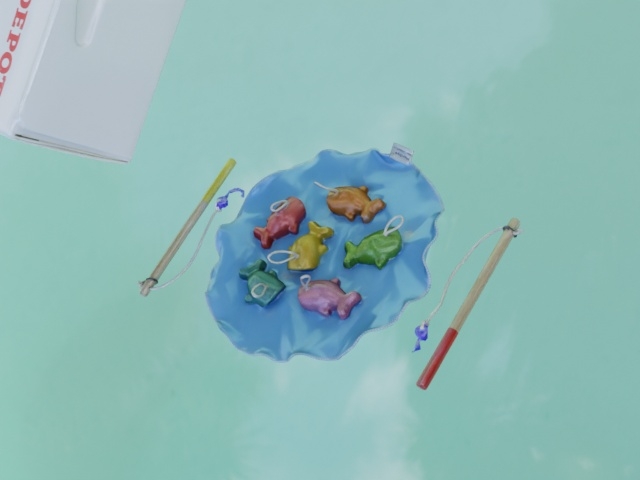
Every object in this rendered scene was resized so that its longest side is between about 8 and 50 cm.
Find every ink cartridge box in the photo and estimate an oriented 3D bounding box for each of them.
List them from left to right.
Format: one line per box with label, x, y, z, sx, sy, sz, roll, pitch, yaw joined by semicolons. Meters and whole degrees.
ink cartridge box;-0.232;-0.191;0.792;0.273;0.115;0.198;24;96;35

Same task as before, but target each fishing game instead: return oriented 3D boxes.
fishing game;0.000;0.000;0.762;0.264;0.189;0.041;18;154;36
